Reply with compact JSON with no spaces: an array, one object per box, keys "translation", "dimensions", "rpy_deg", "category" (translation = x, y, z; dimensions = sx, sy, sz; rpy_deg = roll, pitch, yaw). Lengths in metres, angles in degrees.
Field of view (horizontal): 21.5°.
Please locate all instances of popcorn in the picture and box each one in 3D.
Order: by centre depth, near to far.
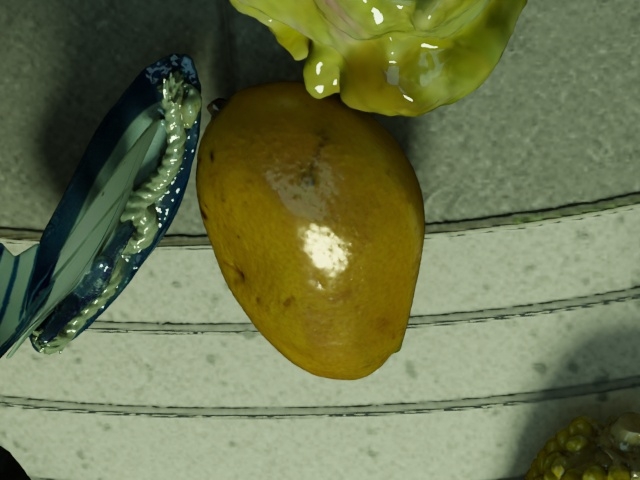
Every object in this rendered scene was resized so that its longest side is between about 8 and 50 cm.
[{"translation":[0.037,-0.201,0.956],"dimensions":[0.259,0.259,0.212],"rpy_deg":[44,76,-10],"category":"popcorn"}]

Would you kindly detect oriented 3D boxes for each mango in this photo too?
[{"translation":[0.000,0.000,1.088],"dimensions":[0.147,0.109,0.227],"rpy_deg":[-6,124,20],"category":"mango"}]

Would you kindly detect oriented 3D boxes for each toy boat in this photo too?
[{"translation":[-0.155,0.013,1.037],"dimensions":[0.070,0.292,0.210],"rpy_deg":[28,131,2],"category":"toy boat"}]

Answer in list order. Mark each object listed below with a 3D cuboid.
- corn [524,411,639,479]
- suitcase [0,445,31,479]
[{"translation":[0.153,0.252,1.184],"dimensions":[0.097,0.097,0.320],"rpy_deg":[21,115,0],"category":"corn"},{"translation":[-0.328,0.086,1.011],"dimensions":[0.194,0.434,0.283],"rpy_deg":[-38,105,-13],"category":"suitcase"}]
